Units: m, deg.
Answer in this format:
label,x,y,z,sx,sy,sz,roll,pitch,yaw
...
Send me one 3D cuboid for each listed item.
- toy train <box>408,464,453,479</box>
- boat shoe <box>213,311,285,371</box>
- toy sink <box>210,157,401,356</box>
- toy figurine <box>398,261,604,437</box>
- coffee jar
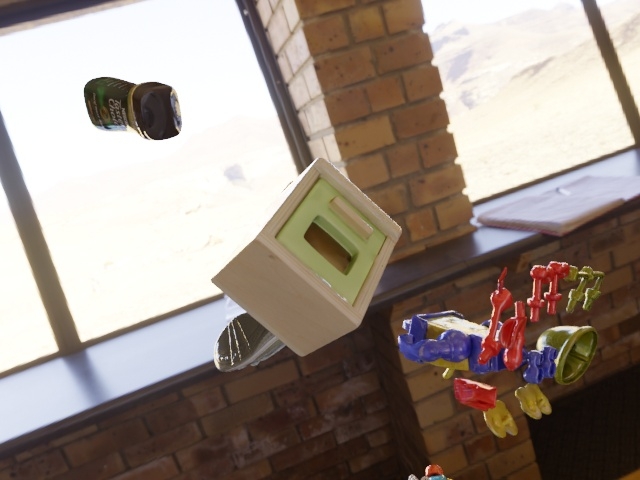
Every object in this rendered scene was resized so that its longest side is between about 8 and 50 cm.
label,x,y,z,sx,sy,sz,roll,pitch,yaw
toy train,0.137,0.302,0.471,0.046,0.166,0.125,-21,-20,19
boat shoe,-0.108,0.200,1.106,0.320,0.103,0.118,-39,48,18
toy sink,0.000,0.000,0.641,0.131,0.153,0.234,-38,13,43
toy figurine,0.227,0.116,0.701,0.363,0.191,0.217,0,4,-45
coffee jar,-0.316,-0.223,0.838,0.184,0.096,0.079,16,32,33
